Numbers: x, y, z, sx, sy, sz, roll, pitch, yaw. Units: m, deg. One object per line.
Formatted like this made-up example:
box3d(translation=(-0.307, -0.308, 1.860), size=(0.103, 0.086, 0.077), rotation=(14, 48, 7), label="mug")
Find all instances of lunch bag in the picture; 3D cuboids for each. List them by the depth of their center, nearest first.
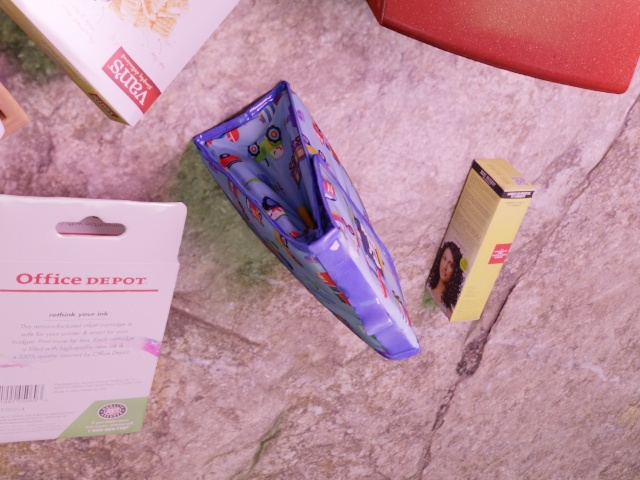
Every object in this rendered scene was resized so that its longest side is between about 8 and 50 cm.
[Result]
box3d(translation=(0.000, 0.000, 0.839), size=(0.138, 0.293, 0.221), rotation=(-33, 133, 2), label="lunch bag")

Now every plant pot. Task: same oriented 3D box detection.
box3d(translation=(0.161, -0.315, 0.709), size=(0.235, 0.267, 0.267), rotation=(-1, 127, -9), label="plant pot")

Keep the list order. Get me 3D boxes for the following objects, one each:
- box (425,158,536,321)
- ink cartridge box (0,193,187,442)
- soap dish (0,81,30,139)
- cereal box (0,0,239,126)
box3d(translation=(0.225, 0.003, 1.091), size=(0.058, 0.087, 0.232), rotation=(-1, 125, -25), label="box")
box3d(translation=(-0.289, 0.068, 0.875), size=(0.207, 0.119, 0.354), rotation=(2, 126, -26), label="ink cartridge box")
box3d(translation=(-0.428, -0.160, 0.627), size=(0.228, 0.118, 0.291), rotation=(-30, 133, -1), label="soap dish")
box3d(translation=(-0.155, -0.246, 0.670), size=(0.240, 0.047, 0.173), rotation=(-55, 136, -15), label="cereal box")
